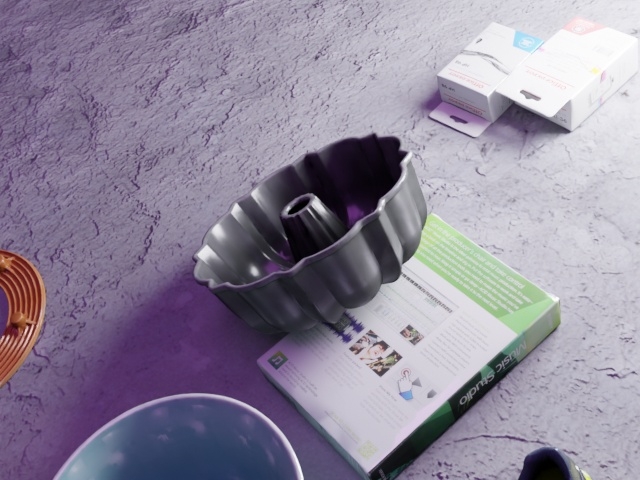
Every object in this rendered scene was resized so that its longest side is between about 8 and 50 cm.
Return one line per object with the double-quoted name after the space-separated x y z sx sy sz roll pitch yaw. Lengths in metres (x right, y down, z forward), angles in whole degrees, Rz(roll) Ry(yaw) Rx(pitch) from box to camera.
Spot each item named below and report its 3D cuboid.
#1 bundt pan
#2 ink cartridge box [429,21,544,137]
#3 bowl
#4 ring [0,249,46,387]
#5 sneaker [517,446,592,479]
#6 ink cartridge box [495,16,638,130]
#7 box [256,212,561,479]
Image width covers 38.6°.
0.000 0.000 1.214 0.330 0.124 0.331 -27 25 14 "bundt pan"
0.257 -0.252 1.427 0.104 0.060 0.180 31 67 36 "ink cartridge box"
-0.142 0.342 1.000 0.311 0.163 0.312 -10 49 12 "bowl"
-0.587 0.140 1.419 0.336 0.032 0.337 -10 50 12 "ring"
0.213 0.339 0.895 0.111 0.121 0.300 -10 46 27 "sneaker"
0.369 -0.242 1.374 0.198 0.067 0.115 -40 49 -17 "ink cartridge box"
0.111 0.129 1.164 0.322 0.058 0.232 -40 50 -13 "box"
